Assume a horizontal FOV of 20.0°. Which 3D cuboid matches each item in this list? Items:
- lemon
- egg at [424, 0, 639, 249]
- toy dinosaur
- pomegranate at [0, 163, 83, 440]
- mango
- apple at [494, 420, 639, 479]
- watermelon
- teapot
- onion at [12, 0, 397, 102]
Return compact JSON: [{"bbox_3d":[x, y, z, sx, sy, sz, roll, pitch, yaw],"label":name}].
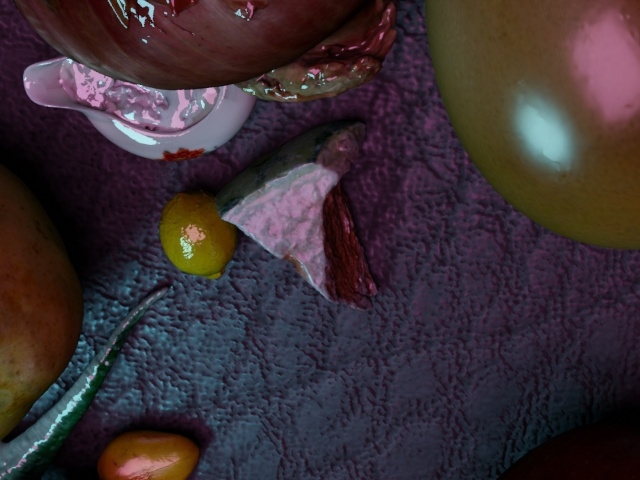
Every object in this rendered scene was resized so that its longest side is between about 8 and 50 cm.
[{"bbox_3d":[-0.097,-0.004,1.452,0.062,0.062,0.083,-15,119,14],"label":"lemon"},{"bbox_3d":[0.197,-0.151,1.248,0.250,0.250,0.322,-17,100,15],"label":"egg"},{"bbox_3d":[-0.285,0.160,1.539,0.129,0.076,0.383,32,115,-9],"label":"toy dinosaur"},{"bbox_3d":[-0.320,0.049,1.420,0.260,0.260,0.260,3,110,9],"label":"pomegranate"},{"bbox_3d":[-0.144,0.187,1.536,0.089,0.046,0.060,-16,106,11],"label":"mango"},{"bbox_3d":[0.227,0.287,1.377,0.288,0.317,0.288,13,112,34],"label":"apple"},{"bbox_3d":[-0.024,-0.007,1.423,0.121,0.098,0.158,-2,113,11],"label":"watermelon"},{"bbox_3d":[-0.107,-0.134,1.392,0.226,0.092,0.145,-4,111,10],"label":"teapot"},{"bbox_3d":[-0.069,-0.254,1.199,0.354,0.353,0.353,3,110,9],"label":"onion"}]
